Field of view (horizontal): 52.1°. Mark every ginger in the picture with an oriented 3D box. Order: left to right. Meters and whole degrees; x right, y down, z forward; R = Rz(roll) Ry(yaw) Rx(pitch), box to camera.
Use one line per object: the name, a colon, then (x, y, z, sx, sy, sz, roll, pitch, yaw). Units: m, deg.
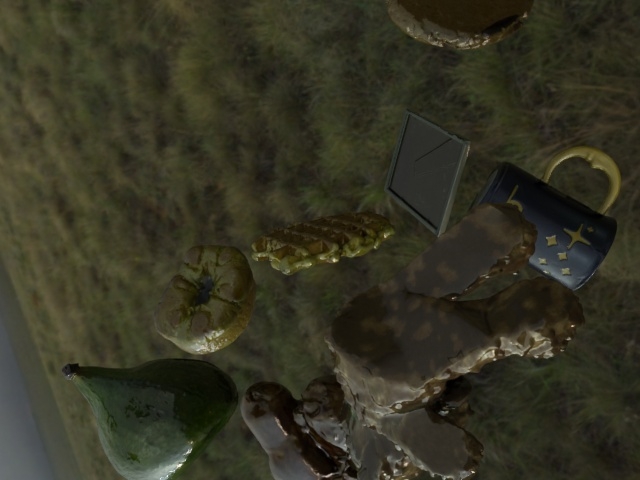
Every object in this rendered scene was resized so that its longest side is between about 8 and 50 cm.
ginger: (0.022, 0.406, 1.227, 0.176, 0.254, 0.419, -96, -9, -59)

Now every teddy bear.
teddy bear: (0.132, 0.136, 0.687, 0.222, 0.296, 0.246, 51, -161, -36)

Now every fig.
fig: (-0.258, 0.234, 0.966, 0.235, 0.203, 0.203, 37, 148, 3)

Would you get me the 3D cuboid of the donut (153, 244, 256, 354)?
donut: (-0.254, 0.138, 1.514, 0.208, 0.262, 0.128, 10, 148, 23)

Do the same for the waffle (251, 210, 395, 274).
waffle: (0.000, -0.002, 1.249, 0.301, 0.281, 0.058, -96, -7, -79)

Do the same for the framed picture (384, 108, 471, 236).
framed picture: (0.231, -0.160, 1.467, 0.289, 0.016, 0.213, -128, 47, -60)

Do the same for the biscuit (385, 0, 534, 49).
biscuit: (0.192, -0.352, 0.922, 0.226, 0.225, 0.042, 58, 165, 24)

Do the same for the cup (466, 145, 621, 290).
cup: (0.464, -0.069, 1.348, 0.256, 0.255, 0.178, 32, 174, 3)
